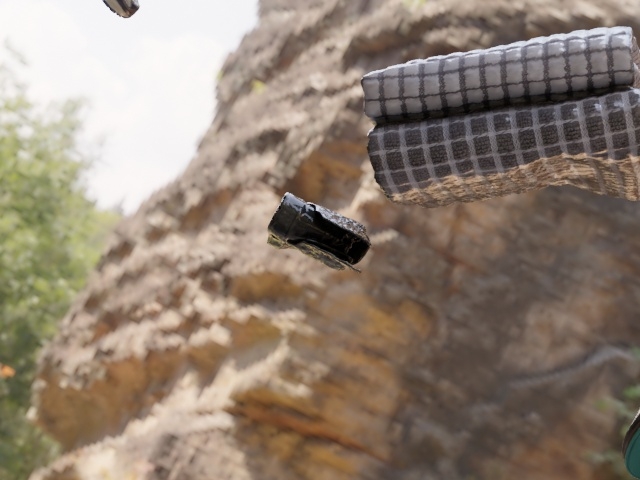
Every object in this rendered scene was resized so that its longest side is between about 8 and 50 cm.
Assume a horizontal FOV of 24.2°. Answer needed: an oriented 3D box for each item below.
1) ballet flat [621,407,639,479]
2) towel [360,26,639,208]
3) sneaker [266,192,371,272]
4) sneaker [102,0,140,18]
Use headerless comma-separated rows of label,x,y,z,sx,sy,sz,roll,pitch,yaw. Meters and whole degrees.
ballet flat,0.311,0.123,1.231,0.074,0.074,0.203,27,-43,4
towel,0.175,-0.092,1.316,0.235,0.121,0.284,-10,-7,14
sneaker,0.001,-0.002,1.298,0.089,0.051,0.170,27,-3,2
sneaker,-0.159,-0.229,1.137,0.052,0.058,0.135,-118,-176,-46
